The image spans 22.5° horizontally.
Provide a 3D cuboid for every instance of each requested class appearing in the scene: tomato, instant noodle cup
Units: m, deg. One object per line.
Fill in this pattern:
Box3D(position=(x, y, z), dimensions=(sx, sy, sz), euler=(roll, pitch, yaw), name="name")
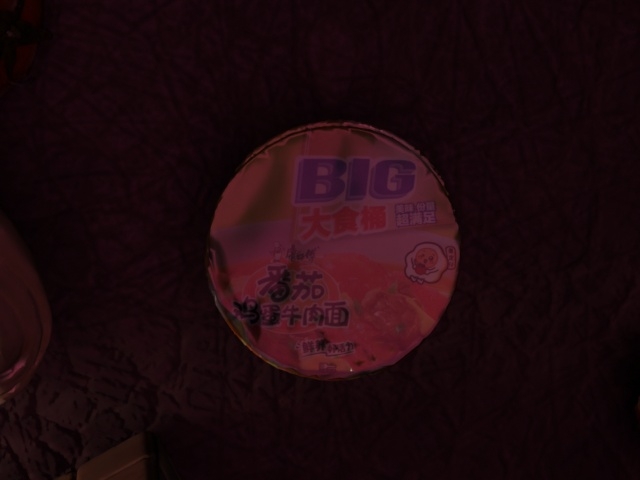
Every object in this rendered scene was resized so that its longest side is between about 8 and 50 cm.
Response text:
Box3D(position=(-0.295, -0.173, 1.249), dimensions=(0.167, 0.167, 0.167), euler=(-1, 99, -6), name="tomato")
Box3D(position=(0.000, 0.000, 1.305), dimensions=(0.205, 0.153, 0.205), euler=(-1, 98, -8), name="instant noodle cup")

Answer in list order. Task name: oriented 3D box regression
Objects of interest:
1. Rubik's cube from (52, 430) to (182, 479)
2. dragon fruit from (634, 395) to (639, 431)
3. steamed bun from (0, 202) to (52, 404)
Box3D(position=(-0.178, 0.323, 1.297), dimensions=(0.225, 0.221, 0.231), euler=(-29, 101, -2), name="Rubik's cube")
Box3D(position=(0.420, 0.151, 1.343), dimensions=(0.303, 0.237, 0.231), euler=(-9, 79, 5), name="dragon fruit")
Box3D(position=(-0.389, -0.002, 1.198), dimensions=(0.339, 0.352, 0.247), euler=(28, 59, -38), name="steamed bun")
